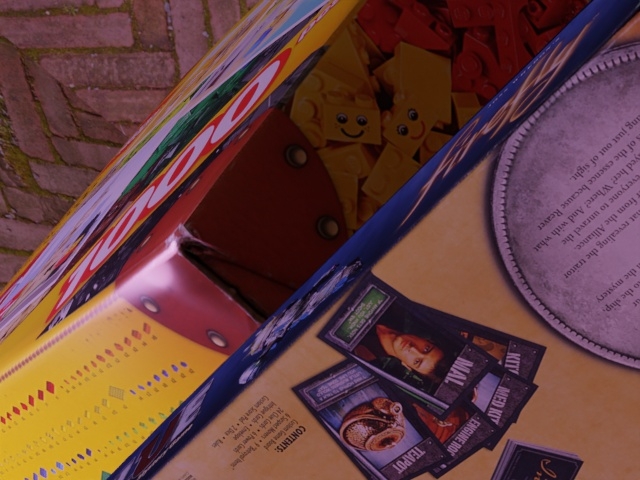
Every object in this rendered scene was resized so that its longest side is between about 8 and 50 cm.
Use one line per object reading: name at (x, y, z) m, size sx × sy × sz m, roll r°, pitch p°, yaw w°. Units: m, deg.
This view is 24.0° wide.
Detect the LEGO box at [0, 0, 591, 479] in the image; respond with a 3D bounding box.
LEGO box at (0.000, 0.000, 0.768) m, size 0.372 × 0.193 × 0.500 m, roll -55°, pitch 13°, yaw -31°

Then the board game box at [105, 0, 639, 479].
board game box at (0.058, 0.067, 0.389) m, size 0.243 × 0.165 × 0.042 m, roll -44°, pitch 11°, yaw 32°
